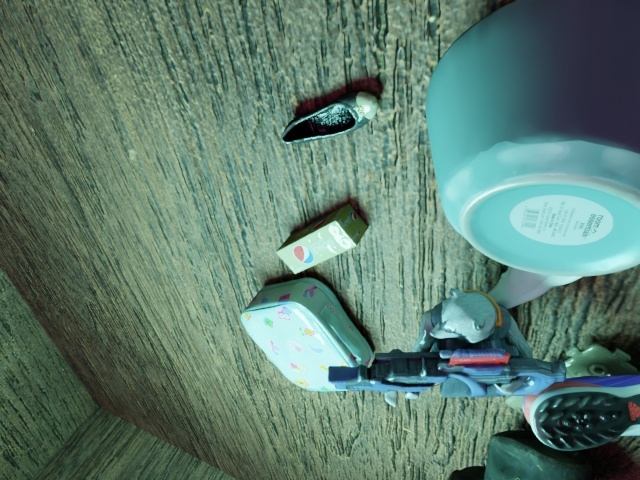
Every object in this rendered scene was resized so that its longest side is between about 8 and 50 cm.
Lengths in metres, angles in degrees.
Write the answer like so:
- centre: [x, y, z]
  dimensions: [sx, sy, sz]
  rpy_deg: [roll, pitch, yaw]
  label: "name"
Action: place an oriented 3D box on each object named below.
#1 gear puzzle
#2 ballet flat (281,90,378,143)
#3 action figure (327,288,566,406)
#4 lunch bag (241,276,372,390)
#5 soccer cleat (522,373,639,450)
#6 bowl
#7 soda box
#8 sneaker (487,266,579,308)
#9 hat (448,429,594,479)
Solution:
- centre: [0.476, 0.237, 0.775]
  dimensions: [0.175, 0.044, 0.339]
  rpy_deg: [34, 135, 6]
  label: "gear puzzle"
- centre: [0.014, -0.178, 0.700]
  dimensions: [0.173, 0.049, 0.057]
  rpy_deg: [-12, 120, 40]
  label: "ballet flat"
- centre: [0.180, 0.175, 0.752]
  dimensions: [0.341, 0.178, 0.330]
  rpy_deg: [2, 147, -2]
  label: "action figure"
- centre: [-0.021, 0.216, 1.029]
  dimensions: [0.224, 0.108, 0.279]
  rpy_deg: [-19, 116, 37]
  label: "lunch bag"
- centre: [0.467, 0.236, 0.681]
  dimensions: [0.318, 0.116, 0.108]
  rpy_deg: [-10, 91, 10]
  label: "soccer cleat"
- centre: [0.249, -0.073, 0.481]
  dimensions: [0.312, 0.163, 0.311]
  rpy_deg: [17, 156, 8]
  label: "bowl"
- centre: [0.000, 0.000, 0.861]
  dimensions: [0.181, 0.058, 0.061]
  rpy_deg: [-26, 110, 45]
  label: "soda box"
- centre: [0.313, 0.034, 0.686]
  dimensions: [0.094, 0.080, 0.212]
  rpy_deg: [58, 149, 14]
  label: "sneaker"
- centre: [0.417, 0.453, 0.900]
  dimensions: [0.331, 0.331, 0.134]
  rpy_deg: [-2, 88, 35]
  label: "hat"
